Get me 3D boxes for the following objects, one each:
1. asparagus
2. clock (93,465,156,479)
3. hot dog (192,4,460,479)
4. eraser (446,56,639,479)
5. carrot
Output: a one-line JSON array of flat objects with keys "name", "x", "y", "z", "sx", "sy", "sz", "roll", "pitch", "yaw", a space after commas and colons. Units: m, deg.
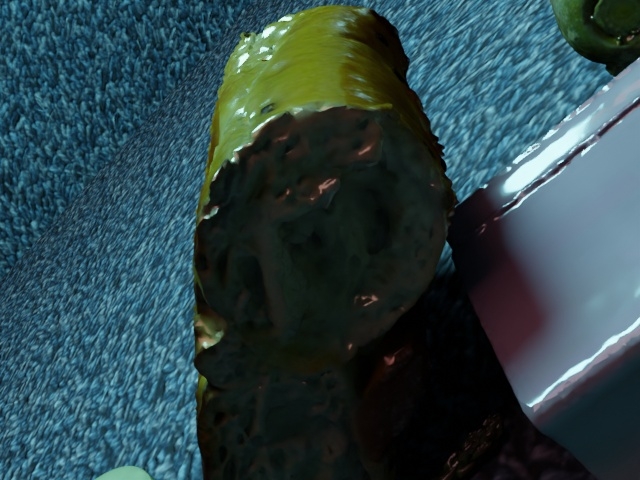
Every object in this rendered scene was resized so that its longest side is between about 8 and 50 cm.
[{"name": "asparagus", "x": 0.047, "y": 0.217, "z": 0.745, "sx": 0.248, "sy": 0.024, "sz": 0.025, "roll": -46, "pitch": 28, "yaw": -5}, {"name": "clock", "x": -0.245, "y": 0.336, "z": 1.070, "sx": 0.235, "sy": 0.029, "sz": 0.235, "roll": -37, "pitch": 25, "yaw": 20}, {"name": "hot dog", "x": 0.000, "y": 0.000, "z": 0.852, "sx": 0.365, "sy": 0.196, "sz": 0.367, "roll": -98, "pitch": 11, "yaw": -60}, {"name": "eraser", "x": 0.265, "y": -0.039, "z": 0.673, "sx": 0.359, "sy": 0.122, "sz": 0.272, "roll": -41, "pitch": 22, "yaw": 14}, {"name": "carrot", "x": 0.284, "y": -0.264, "z": 1.028, "sx": 0.139, "sy": 0.139, "sz": 0.301, "roll": -36, "pitch": 23, "yaw": 23}]
